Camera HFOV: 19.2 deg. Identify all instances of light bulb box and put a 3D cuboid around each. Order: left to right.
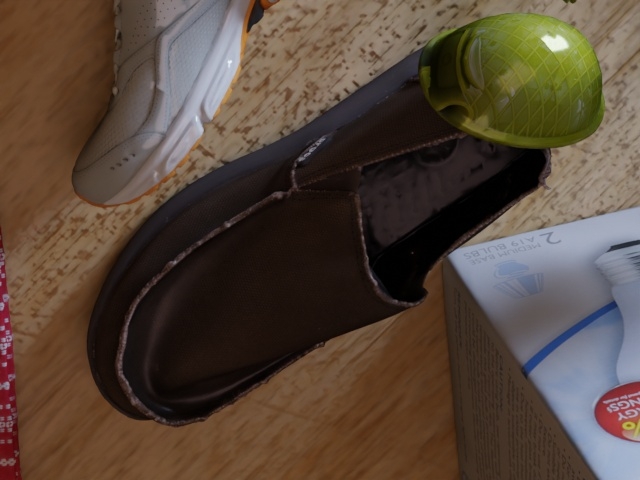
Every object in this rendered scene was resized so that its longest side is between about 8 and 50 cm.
[{"bbox_3d":[0.307,0.142,1.270,0.358,0.361,0.225,-14,119,-10],"label":"light bulb box"}]

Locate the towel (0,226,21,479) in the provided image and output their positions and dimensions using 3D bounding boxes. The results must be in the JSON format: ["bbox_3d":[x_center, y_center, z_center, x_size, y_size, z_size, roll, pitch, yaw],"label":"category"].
[{"bbox_3d":[-0.304,0.115,1.270,0.199,0.031,0.274,-5,115,-12],"label":"towel"}]

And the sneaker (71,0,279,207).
[{"bbox_3d":[-0.099,-0.147,1.173,0.121,0.099,0.262,30,97,-19],"label":"sneaker"}]

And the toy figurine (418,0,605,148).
[{"bbox_3d":[0.265,-0.151,1.158,0.363,0.217,0.191,9,69,-20],"label":"toy figurine"}]

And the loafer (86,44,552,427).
[{"bbox_3d":[0.000,0.000,1.243,0.366,0.130,0.134,-40,119,5],"label":"loafer"}]
